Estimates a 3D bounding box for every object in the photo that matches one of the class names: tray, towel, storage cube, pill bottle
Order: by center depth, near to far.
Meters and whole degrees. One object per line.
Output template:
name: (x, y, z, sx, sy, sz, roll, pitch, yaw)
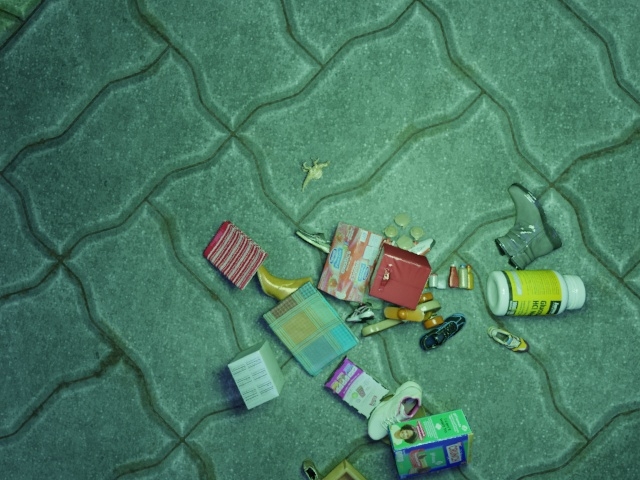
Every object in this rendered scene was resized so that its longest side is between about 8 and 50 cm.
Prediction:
storage cube: (0.311, 0.140, 1.662, 0.193, 0.215, 0.184, 18, 104, 3)
pill bottle: (0.878, 0.214, 1.715, 0.333, 0.188, 0.188, -2, 91, 4)
tray: (0.175, 1.156, 1.801, 0.203, 0.076, 0.411, -44, 98, 3)
towel: (-0.040, 0.387, 1.804, 0.271, 0.040, 0.370, -37, 104, 3)
towel: (-0.378, 0.060, 1.824, 0.275, 0.031, 0.199, 37, 94, 25)
towel: (0.208, 0.246, 1.839, 0.148, 0.027, 0.110, 9, 92, 3)

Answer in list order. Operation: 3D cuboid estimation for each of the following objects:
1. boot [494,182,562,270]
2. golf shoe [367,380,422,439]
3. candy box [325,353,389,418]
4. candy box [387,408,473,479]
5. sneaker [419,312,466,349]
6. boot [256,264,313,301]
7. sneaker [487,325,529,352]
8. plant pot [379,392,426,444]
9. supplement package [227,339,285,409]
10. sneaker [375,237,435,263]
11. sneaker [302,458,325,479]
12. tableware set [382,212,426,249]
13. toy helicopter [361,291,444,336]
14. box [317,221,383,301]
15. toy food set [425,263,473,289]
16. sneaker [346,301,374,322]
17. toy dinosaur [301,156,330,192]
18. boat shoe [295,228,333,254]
boot: (0.830, -0.054, 1.757, 0.222, 0.118, 0.338, -32, 84, 9)
golf shoe: (0.309, 0.728, 1.752, 0.115, 0.140, 0.306, 41, 94, 1)
candy box: (0.158, 0.635, 1.825, 0.233, 0.071, 0.159, 38, 92, 3)
candy box: (0.451, 0.837, 1.713, 0.317, 0.122, 0.268, -15, 128, 0)
sneaker: (0.530, 0.396, 1.788, 0.232, 0.090, 0.081, -36, 89, 4)
boot: (-0.142, 0.194, 1.832, 0.211, 0.104, 0.295, -24, 94, -2)
sneaker: (0.806, 0.430, 1.775, 0.185, 0.084, 0.070, 23, 92, 3)
plant pot: (0.344, 0.783, 1.835, 0.236, 0.032, 0.237, 0, 90, 3)
supplement package: (-0.268, 0.567, 1.789, 0.149, 0.194, 0.203, -25, 89, 3)
sneaker: (0.349, 0.032, 1.795, 0.270, 0.090, 0.145, -35, 91, 6)
sneaker: (-0.017, 1.059, 1.841, 0.066, 0.071, 0.188, -43, 88, 3)
tableware set: (0.356, -0.037, 1.788, 0.141, 0.020, 0.169, -36, 62, -17)
toy helicopter: (0.330, 0.330, 1.738, 0.355, 0.235, 0.140, -25, 70, 15)
box: (0.128, 0.092, 1.757, 0.142, 0.154, 0.300, 20, 93, 47)
toy food set: (0.541, 0.151, 1.778, 0.232, 0.111, 0.105, 2, 79, 4)
sneaker: (0.175, 0.307, 1.787, 0.072, 0.178, 0.077, 16, 65, -28)
toy dinosaur: (-0.040, -0.302, 1.834, 0.183, 0.053, 0.092, -45, 89, 3)
boat shoe: (0.001, 0.000, 1.827, 0.223, 0.080, 0.073, 29, 87, -3)
